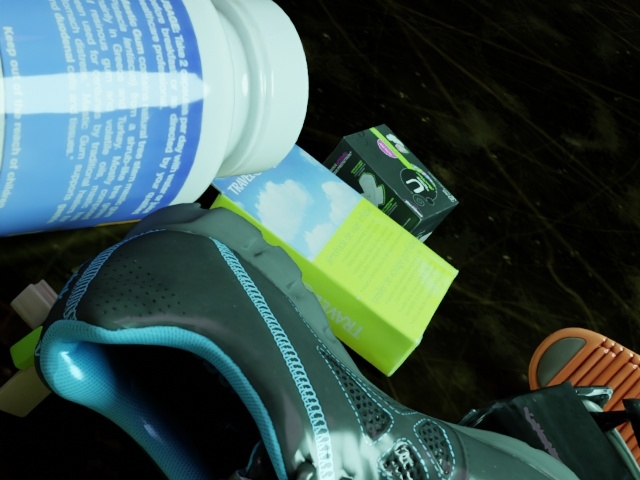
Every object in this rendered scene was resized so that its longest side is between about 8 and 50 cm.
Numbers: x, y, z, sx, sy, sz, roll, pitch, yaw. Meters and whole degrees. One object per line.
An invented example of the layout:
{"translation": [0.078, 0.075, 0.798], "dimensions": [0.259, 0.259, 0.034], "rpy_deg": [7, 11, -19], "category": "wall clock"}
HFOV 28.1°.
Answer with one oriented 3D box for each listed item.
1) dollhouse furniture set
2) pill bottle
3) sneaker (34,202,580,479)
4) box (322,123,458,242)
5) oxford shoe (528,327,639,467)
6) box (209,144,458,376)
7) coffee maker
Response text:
{"translation": [-0.144, 0.057, 0.666], "dimensions": [0.152, 0.058, 0.076], "rpy_deg": [32, 20, -45], "category": "dollhouse furniture set"}
{"translation": [-0.143, -0.080, 0.693], "dimensions": [0.272, 0.152, 0.152], "rpy_deg": [-8, 54, -41], "category": "pill bottle"}
{"translation": [0.011, 0.126, 0.604], "dimensions": [0.341, 0.125, 0.139], "rpy_deg": [37, 23, 5], "category": "sneaker"}
{"translation": [0.046, -0.035, 0.929], "dimensions": [0.083, 0.052, 0.062], "rpy_deg": [48, 34, 12], "category": "box"}
{"translation": [0.250, 0.158, 0.879], "dimensions": [0.271, 0.097, 0.098], "rpy_deg": [44, 13, 0], "category": "oxford shoe"}
{"translation": [0.000, 0.000, 0.852], "dimensions": [0.178, 0.042, 0.109], "rpy_deg": [38, 33, 0], "category": "box"}
{"translation": [0.136, 0.184, 0.717], "dimensions": [0.171, 0.120, 0.178], "rpy_deg": [-15, 56, -24], "category": "coffee maker"}
